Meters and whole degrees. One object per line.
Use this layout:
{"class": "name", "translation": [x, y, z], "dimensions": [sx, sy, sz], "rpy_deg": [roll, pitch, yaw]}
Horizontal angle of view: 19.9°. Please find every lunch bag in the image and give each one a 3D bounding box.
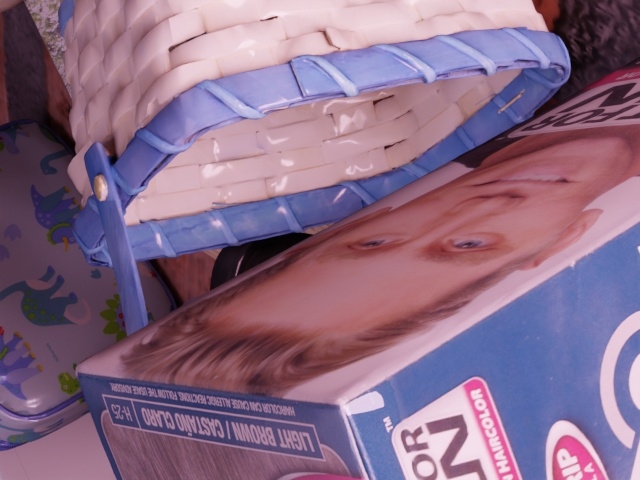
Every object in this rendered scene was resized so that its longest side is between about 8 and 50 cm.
{"class": "lunch bag", "translation": [-0.225, 0.031, 1.329], "dimensions": [0.219, 0.176, 0.090], "rpy_deg": [54, 147, 9]}

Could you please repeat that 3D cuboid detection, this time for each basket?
{"class": "basket", "translation": [0.008, -0.036, 0.892], "dimensions": [0.201, 0.255, 0.289], "rpy_deg": [-50, 54, 55]}

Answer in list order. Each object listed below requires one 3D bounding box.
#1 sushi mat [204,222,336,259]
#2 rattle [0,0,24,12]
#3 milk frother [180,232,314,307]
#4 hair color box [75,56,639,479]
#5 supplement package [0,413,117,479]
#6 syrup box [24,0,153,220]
{"class": "sushi mat", "translation": [0.000, 0.000, 1.138], "dimensions": [0.316, 0.019, 0.151], "rpy_deg": [31, 137, 38]}
{"class": "rattle", "translation": [-0.189, -0.229, 1.215], "dimensions": [0.200, 0.143, 0.130], "rpy_deg": [-21, 91, 22]}
{"class": "milk frother", "translation": [-0.030, 0.066, 1.085], "dimensions": [0.143, 0.135, 0.129], "rpy_deg": [-32, 57, 55]}
{"class": "hair color box", "translation": [0.101, 0.021, 0.702], "dimensions": [0.174, 0.347, 0.105], "rpy_deg": [-1, 114, 54]}
{"class": "supplement package", "translation": [-0.231, 0.178, 1.466], "dimensions": [0.204, 0.145, 0.262], "rpy_deg": [-24, 91, 58]}
{"class": "syrup box", "translation": [-0.102, -0.139, 1.069], "dimensions": [0.093, 0.096, 0.237], "rpy_deg": [-24, 95, 37]}
